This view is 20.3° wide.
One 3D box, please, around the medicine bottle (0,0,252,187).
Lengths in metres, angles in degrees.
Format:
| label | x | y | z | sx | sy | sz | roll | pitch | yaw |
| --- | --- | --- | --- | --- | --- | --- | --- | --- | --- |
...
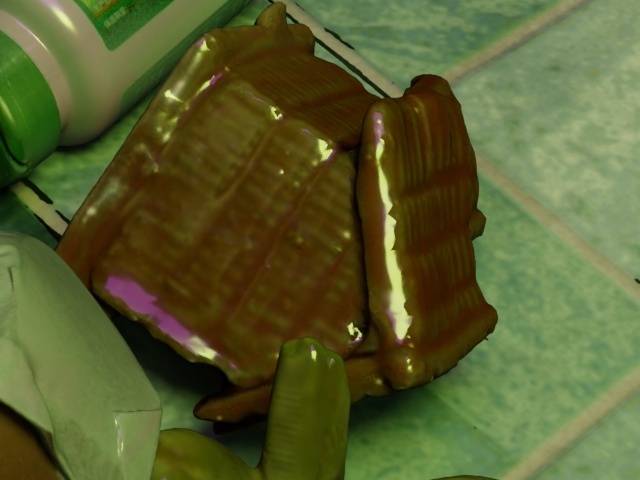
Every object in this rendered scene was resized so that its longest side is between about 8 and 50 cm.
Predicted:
| label | x | y | z | sx | sy | sz | roll | pitch | yaw |
| --- | --- | --- | --- | --- | --- | --- | --- | --- | --- |
| medicine bottle | -0.145 | -0.150 | 1.139 | 0.133 | 0.133 | 0.274 | 30 | 52 | 17 |

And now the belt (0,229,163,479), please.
| label | x | y | z | sx | sy | sz | roll | pitch | yaw |
| --- | --- | --- | --- | --- | --- | --- | --- | --- | --- |
| belt | -0.226 | 0.072 | 0.857 | 0.339 | 0.122 | 0.217 | 20 | 67 | 46 |

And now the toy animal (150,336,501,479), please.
| label | x | y | z | sx | sy | sz | roll | pitch | yaw |
| --- | --- | --- | --- | --- | --- | --- | --- | --- | --- |
| toy animal | -0.055 | 0.157 | 0.856 | 0.363 | 0.180 | 0.181 | 20 | 36 | 6 |

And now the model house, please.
| label | x | y | z | sx | sy | sz | roll | pitch | yaw |
| --- | --- | --- | --- | --- | --- | --- | --- | --- | --- |
| model house | -0.001 | -0.001 | 1.020 | 0.229 | 0.219 | 0.199 | 36 | 13 | 15 |
